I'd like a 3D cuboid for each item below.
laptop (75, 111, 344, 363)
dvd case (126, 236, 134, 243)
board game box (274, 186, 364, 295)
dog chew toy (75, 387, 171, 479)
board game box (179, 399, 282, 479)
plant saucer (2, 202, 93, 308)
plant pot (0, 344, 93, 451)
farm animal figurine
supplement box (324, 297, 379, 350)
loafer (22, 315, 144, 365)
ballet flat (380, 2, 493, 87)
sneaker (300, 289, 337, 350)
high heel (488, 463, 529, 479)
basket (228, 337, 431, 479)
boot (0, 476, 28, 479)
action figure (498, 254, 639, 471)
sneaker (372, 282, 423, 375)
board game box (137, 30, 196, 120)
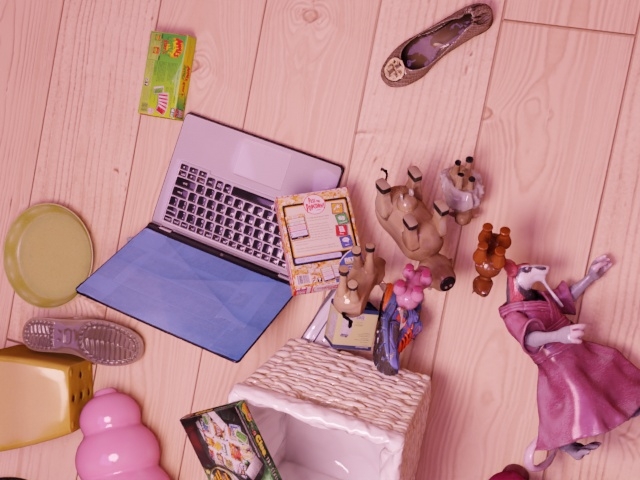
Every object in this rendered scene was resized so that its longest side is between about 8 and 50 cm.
[{"bbox_3d":[-0.218,-0.024,1.810,0.382,0.236,0.407,21,97,17],"label":"laptop"},{"bbox_3d":[-0.383,0.048,1.983,0.087,0.013,0.119,-7,89,19],"label":"dvd case"},{"bbox_3d":[0.000,0.000,1.742,0.147,0.045,0.193,-8,71,-9],"label":"board game box"},{"bbox_3d":[-0.427,0.479,1.907,0.207,0.207,0.331,-20,76,18],"label":"dog chew toy"},{"bbox_3d":[-0.138,0.410,1.581,0.136,0.030,0.259,-19,100,26],"label":"board game box"},{"bbox_3d":[-0.614,0.035,2.050,0.241,0.037,0.240,0,90,18],"label":"plant saucer"},{"bbox_3d":[-0.612,0.340,1.970,0.187,0.212,0.212,-2,89,7],"label":"plant pot"},{"bbox_3d":[0.170,0.017,1.661,0.331,0.172,0.326,-9,53,-4],"label":"farm animal figurine"},{"bbox_3d":[0.059,0.163,1.738,0.083,0.056,0.083,7,104,-19],"label":"supplement box"},{"bbox_3d":[-0.518,0.212,1.992,0.269,0.092,0.101,11,95,3],"label":"loafer"},{"bbox_3d":[0.223,-0.383,1.753,0.250,0.058,0.084,-29,80,17],"label":"ballet flat"},{"bbox_3d":[0.037,0.162,1.810,0.091,0.094,0.258,32,105,-2],"label":"sneaker"},{"bbox_3d":[0.312,0.604,1.654,0.127,0.181,0.377,7,92,19],"label":"high heel"},{"bbox_3d":[0.015,0.403,1.676,0.329,0.266,0.331,14,112,18],"label":"basket"},{"bbox_3d":[-0.678,0.686,2.043,0.263,0.091,0.228,25,97,15],"label":"boot"},{"bbox_3d":[0.428,0.190,1.643,0.370,0.248,0.276,56,132,10],"label":"action figure"},{"bbox_3d":[0.152,0.167,1.712,0.087,0.221,0.083,11,134,2],"label":"sneaker"},{"bbox_3d":[-0.333,-0.357,1.951,0.092,0.043,0.181,11,94,18],"label":"board game box"}]
